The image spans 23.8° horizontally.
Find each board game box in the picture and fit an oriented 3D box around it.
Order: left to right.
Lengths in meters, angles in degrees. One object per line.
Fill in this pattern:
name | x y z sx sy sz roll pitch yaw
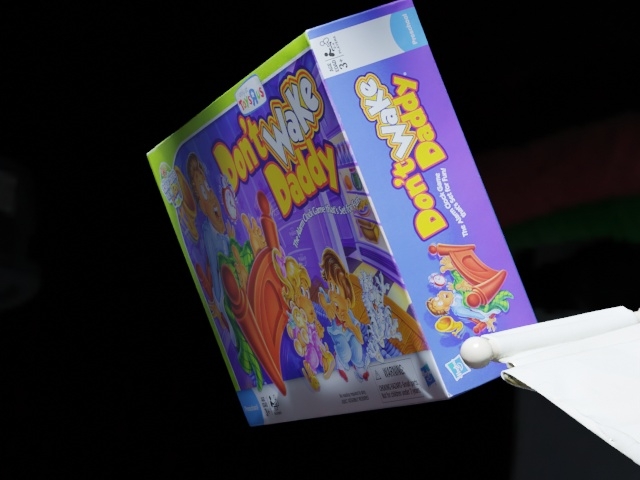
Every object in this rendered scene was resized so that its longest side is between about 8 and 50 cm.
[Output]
board game box | 0.000 0.000 1.055 0.078 0.233 0.347 -21 -1 -24

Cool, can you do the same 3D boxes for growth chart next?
growth chart | 0.182 0.085 0.714 0.172 0.021 0.237 -2 23 -31
